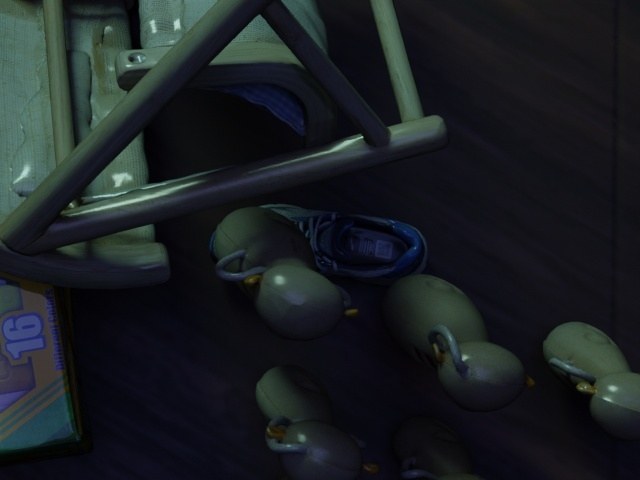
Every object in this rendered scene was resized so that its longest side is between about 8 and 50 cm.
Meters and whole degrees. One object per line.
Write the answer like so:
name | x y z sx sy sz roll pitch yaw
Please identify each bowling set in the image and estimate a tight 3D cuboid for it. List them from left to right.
bowling set | 0.048 0.117 1.077 0.287 0.154 0.200 16 101 -17

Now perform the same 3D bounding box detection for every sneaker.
sneaker | 0.000 0.000 1.151 0.135 0.058 0.052 0 83 -3

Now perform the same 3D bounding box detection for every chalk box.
chalk box | -0.248 0.075 1.089 0.213 0.132 0.132 -10 83 -4

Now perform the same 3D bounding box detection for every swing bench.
swing bench | -0.095 -0.126 1.043 0.254 0.165 0.253 -27 45 17
